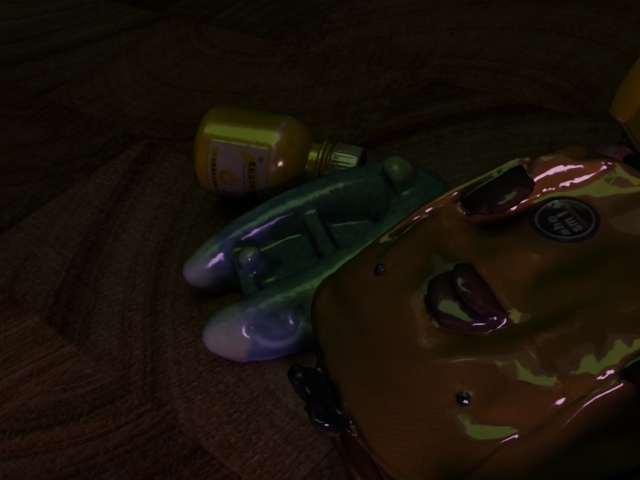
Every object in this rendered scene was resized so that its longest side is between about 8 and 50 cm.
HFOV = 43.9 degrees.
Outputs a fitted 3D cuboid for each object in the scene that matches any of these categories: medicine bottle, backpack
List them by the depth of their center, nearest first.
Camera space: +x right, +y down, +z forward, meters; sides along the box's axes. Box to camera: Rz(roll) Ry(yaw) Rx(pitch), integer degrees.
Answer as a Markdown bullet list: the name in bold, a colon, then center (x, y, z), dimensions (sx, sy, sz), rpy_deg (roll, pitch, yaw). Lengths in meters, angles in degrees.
- **backpack**: center (0.169, 0.081, 0.679), dimensions (0.378, 0.201, 0.353), rpy_deg (-29, 44, -5)
- **medicine bottle**: center (-0.049, -0.105, 1.047), dimensions (0.213, 0.121, 0.121), rpy_deg (11, 45, 13)

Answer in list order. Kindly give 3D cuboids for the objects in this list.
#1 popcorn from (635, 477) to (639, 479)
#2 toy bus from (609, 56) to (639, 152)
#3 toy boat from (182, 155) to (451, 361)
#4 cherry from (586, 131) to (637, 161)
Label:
- **popcorn**: center (0.222, 0.237, 0.474), dimensions (0.217, 0.181, 0.235), rpy_deg (38, 78, 23)
- **toy bus**: center (0.413, -0.112, 0.814), dimensions (0.151, 0.145, 0.331), rpy_deg (2, 47, -18)
- **toy boat**: center (0.000, 0.000, 0.904), dimensions (0.330, 0.123, 0.215), rpy_deg (-20, 38, -4)
- **cherry**: center (0.336, -0.083, 0.911), dimensions (0.090, 0.107, 0.225), rpy_deg (46, 54, 2)
